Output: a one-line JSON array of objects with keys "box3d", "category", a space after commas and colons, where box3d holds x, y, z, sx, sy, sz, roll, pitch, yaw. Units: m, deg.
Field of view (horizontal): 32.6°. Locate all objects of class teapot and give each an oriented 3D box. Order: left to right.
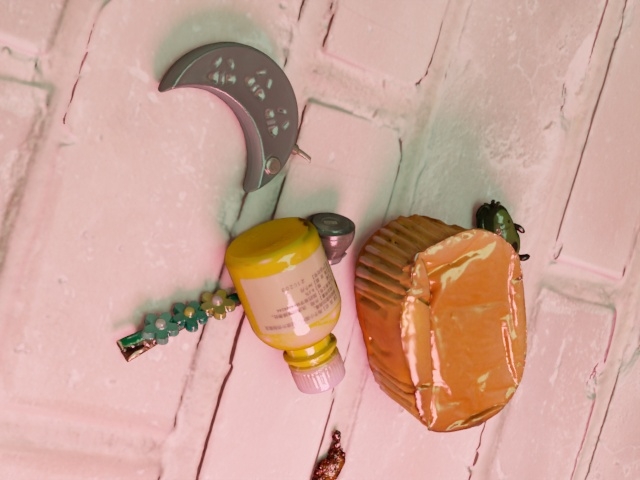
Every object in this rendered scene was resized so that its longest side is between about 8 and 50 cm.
[{"box3d": [0.000, 0.000, 1.418, 0.088, 0.066, 0.057, 1, 118, -10], "category": "teapot"}]

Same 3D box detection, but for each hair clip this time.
[{"box3d": [-0.167, 0.100, 1.338, 0.173, 0.049, 0.049, -26, 112, -26], "category": "hair clip"}]

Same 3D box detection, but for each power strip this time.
[{"box3d": [-0.089, -0.155, 1.336, 0.137, 0.044, 0.216, -50, 120, -14], "category": "power strip"}]

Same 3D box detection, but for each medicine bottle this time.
[{"box3d": [-0.031, 0.088, 1.375, 0.122, 0.122, 0.212, -31, 115, -23], "category": "medicine bottle"}]

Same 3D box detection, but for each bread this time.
[{"box3d": [0.158, 0.102, 1.481, 0.204, 0.156, 0.288, -23, 114, -18], "category": "bread"}]

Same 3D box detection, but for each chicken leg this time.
[{"box3d": [0.016, 0.304, 1.507, 0.036, 0.021, 0.083, 30, 83, -23], "category": "chicken leg"}]

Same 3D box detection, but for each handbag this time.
[{"box3d": [0.257, -0.011, 1.578, 0.072, 0.047, 0.111, -36, 119, -22], "category": "handbag"}]
